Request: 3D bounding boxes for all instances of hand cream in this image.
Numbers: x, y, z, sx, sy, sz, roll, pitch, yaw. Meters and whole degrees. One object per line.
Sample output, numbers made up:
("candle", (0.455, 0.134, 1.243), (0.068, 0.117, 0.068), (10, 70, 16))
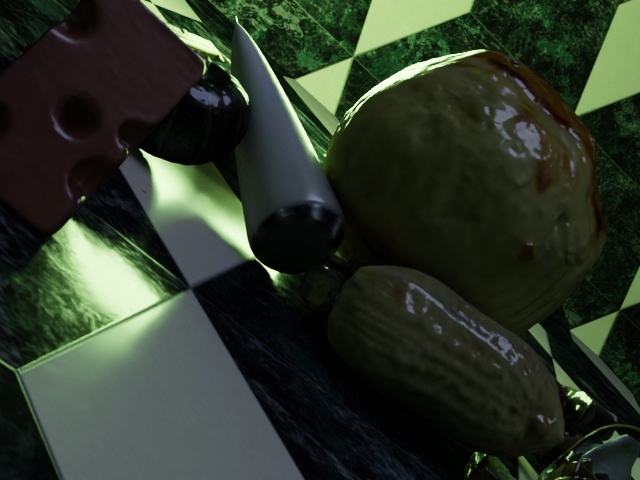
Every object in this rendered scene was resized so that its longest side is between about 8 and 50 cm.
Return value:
("hand cream", (-0.060, -0.116, 1.376), (0.186, 0.117, 0.359), (75, -1, -47))

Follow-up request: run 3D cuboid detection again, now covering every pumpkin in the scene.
("pumpkin", (-0.166, -0.162, 1.277), (0.167, 0.125, 0.167), (9, 46, -9))

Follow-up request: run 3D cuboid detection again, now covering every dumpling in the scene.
("dumpling", (0.362, 0.315, 1.453), (0.104, 0.149, 0.216), (13, -4, 38))

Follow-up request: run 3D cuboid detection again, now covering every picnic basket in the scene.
("picnic basket", (0.340, 0.302, 1.299), (0.128, 0.178, 0.138), (44, 11, 10))

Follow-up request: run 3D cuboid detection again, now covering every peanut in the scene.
("peanut", (0.148, 0.142, 1.229), (0.313, 0.152, 0.152), (31, 13, -9))

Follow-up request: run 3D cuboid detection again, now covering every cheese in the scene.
("cheese", (-0.198, -0.126, 0.908), (0.128, 0.177, 0.203), (43, 10, -10))

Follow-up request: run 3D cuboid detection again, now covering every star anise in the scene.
("star anise", (0.316, 0.249, 1.534), (0.198, 0.111, 0.257), (23, -10, -10))

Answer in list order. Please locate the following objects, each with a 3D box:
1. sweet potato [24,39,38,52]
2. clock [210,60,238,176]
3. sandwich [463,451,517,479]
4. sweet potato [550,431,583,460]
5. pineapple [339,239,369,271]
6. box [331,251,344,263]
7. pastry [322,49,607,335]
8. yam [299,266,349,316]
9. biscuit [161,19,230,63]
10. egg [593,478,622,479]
("sweet potato", (-0.274, -0.200, 1.242), (0.057, 0.057, 0.264), (46, 10, 9))
("clock", (-0.142, -0.191, 1.669), (0.325, 0.067, 0.325), (42, 11, -10))
("sandwich", (0.208, 0.287, 1.252), (0.093, 0.036, 0.105), (44, 9, 0))
("sweet potato", (0.349, 0.290, 1.704), (0.226, 0.068, 0.068), (41, 11, -6))
("pineapple", (0.104, -0.002, 1.630), (0.166, 0.166, 0.193), (39, 13, -29))
("box", (0.000, 0.000, 1.625), (0.046, 0.012, 0.083), (32, 17, -52))
("pastry", (0.194, -0.065, 1.383), (0.388, 0.312, 0.388), (44, -7, 7))
("yam", (0.048, 0.079, 1.374), (0.061, 0.061, 0.253), (49, 11, 25))
("biscuit", (-0.210, -0.300, 1.599), (0.048, 0.026, 0.292), (53, 15, 12))
("egg", (0.294, 0.337, 0.930), (0.283, 0.203, 0.203), (53, 13, 25))
